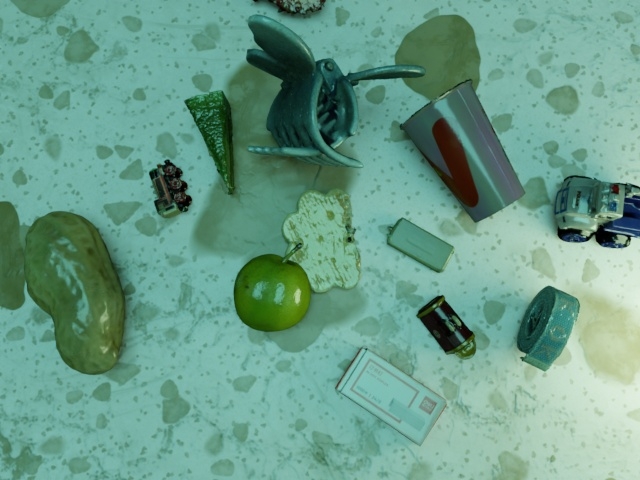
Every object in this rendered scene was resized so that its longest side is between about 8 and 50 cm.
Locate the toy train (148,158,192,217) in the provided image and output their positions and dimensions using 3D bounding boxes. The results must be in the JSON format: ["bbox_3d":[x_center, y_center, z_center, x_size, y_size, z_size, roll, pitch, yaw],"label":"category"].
[{"bbox_3d":[-0.370,-0.126,1.293,0.087,0.050,0.138,-22,81,0],"label":"toy train"}]

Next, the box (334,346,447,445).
[{"bbox_3d":[0.159,0.352,1.212,0.229,0.050,0.123,34,82,5],"label":"box"}]

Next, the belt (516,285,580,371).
[{"bbox_3d":[0.512,0.190,1.192,0.082,0.147,0.163,27,110,2],"label":"belt"}]

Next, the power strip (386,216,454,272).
[{"bbox_3d":[0.234,0.008,1.277,0.169,0.028,0.076,31,83,3],"label":"power strip"}]

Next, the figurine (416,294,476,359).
[{"bbox_3d":[0.302,0.200,1.212,0.082,0.098,0.154,-36,80,-9],"label":"figurine"}]

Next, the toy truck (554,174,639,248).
[{"bbox_3d":[0.659,-0.075,1.214,0.213,0.177,0.161,10,82,1],"label":"toy truck"}]

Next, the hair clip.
[{"bbox_3d":[-0.024,-0.295,1.178,0.392,0.318,0.238,8,95,-26],"label":"hair clip"}]

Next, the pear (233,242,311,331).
[{"bbox_3d":[-0.102,0.096,1.186,0.180,0.166,0.216,27,107,24],"label":"pear"}]

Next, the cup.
[{"bbox_3d":[0.340,-0.197,1.240,0.203,0.203,0.288,-32,89,-5],"label":"cup"}]

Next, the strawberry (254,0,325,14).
[{"bbox_3d":[-0.104,-0.715,1.363,0.233,0.137,0.306,-24,107,15],"label":"strawberry"}]

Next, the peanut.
[{"bbox_3d":[-0.553,0.116,1.196,0.192,0.169,0.387,-23,82,3],"label":"peanut"}]

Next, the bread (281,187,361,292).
[{"bbox_3d":[0.000,0.000,1.275,0.182,0.039,0.250,-8,81,0],"label":"bread"}]

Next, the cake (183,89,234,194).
[{"bbox_3d":[-0.232,-0.240,1.283,0.099,0.100,0.235,-25,81,-3],"label":"cake"}]
